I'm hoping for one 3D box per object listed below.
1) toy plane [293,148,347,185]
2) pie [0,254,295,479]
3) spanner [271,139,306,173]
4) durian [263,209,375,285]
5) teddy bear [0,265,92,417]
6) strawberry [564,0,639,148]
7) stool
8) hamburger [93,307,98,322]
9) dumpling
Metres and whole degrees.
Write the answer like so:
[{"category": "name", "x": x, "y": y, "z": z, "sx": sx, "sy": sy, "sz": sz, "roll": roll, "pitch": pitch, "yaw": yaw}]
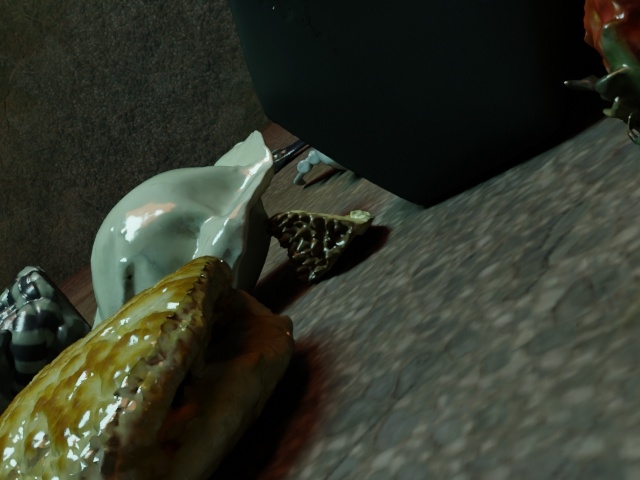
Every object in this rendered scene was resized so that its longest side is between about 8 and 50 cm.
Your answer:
[{"category": "toy plane", "x": 0.027, "y": -0.139, "z": 0.874, "sx": 0.251, "sy": 0.101, "sz": 0.255, "roll": -47, "pitch": 6, "yaw": 28}, {"category": "pie", "x": -0.100, "y": 0.089, "z": 0.420, "sx": 0.179, "sy": 0.084, "sz": 0.205, "roll": -37, "pitch": 13, "yaw": 16}, {"category": "spanner", "x": 0.005, "y": -0.166, "z": 1.261, "sx": 0.316, "sy": 0.024, "sz": 0.087, "roll": -30, "pitch": 16, "yaw": 33}, {"category": "durian", "x": -0.004, "y": -0.010, "z": 0.586, "sx": 0.066, "sy": 0.052, "sz": 0.130, "roll": -39, "pitch": 8, "yaw": -6}, {"category": "teddy bear", "x": -0.304, "y": 0.133, "z": 0.761, "sx": 0.171, "sy": 0.144, "sz": 0.251, "roll": 2, "pitch": 43, "yaw": 52}, {"category": "strawberry", "x": 0.197, "y": -0.138, "z": 0.318, "sx": 0.236, "sy": 0.106, "sz": 0.175, "roll": -37, "pitch": 12, "yaw": 6}, {"category": "stool", "x": 0.063, "y": -0.150, "z": 0.521, "sx": 0.232, "sy": 0.232, "sz": 0.141, "roll": -28, "pitch": 14, "yaw": 45}, {"category": "hamburger", "x": -0.155, "y": 0.050, "z": 0.808, "sx": 0.140, "sy": 0.062, "sz": 0.133, "roll": -21, "pitch": 25, "yaw": 51}, {"category": "dumpling", "x": -0.099, "y": 0.020, "z": 0.619, "sx": 0.229, "sy": 0.124, "sz": 0.151, "roll": -59, "pitch": 31, "yaw": 2}]
